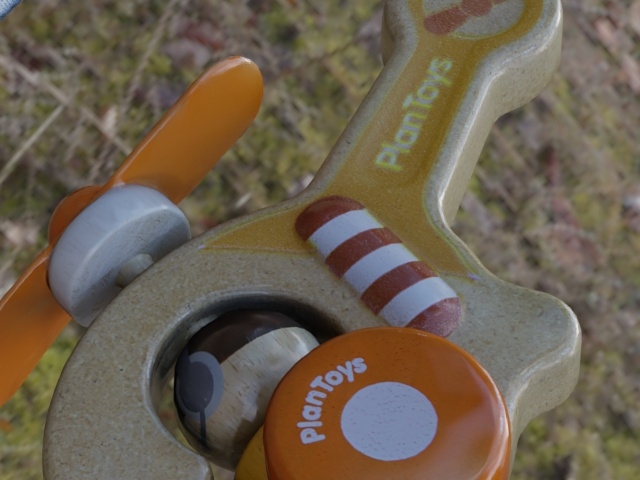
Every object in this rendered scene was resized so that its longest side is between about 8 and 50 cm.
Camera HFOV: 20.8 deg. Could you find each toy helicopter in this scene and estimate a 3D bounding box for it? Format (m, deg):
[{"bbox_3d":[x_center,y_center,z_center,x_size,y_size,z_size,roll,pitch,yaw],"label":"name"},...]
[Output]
[{"bbox_3d":[0.000,0.000,0.713,0.235,0.140,0.355,15,52,17],"label":"toy helicopter"}]

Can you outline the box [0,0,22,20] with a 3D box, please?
[{"bbox_3d":[-0.242,-0.199,1.116,0.094,0.027,0.137,-46,126,-10],"label":"box"}]
